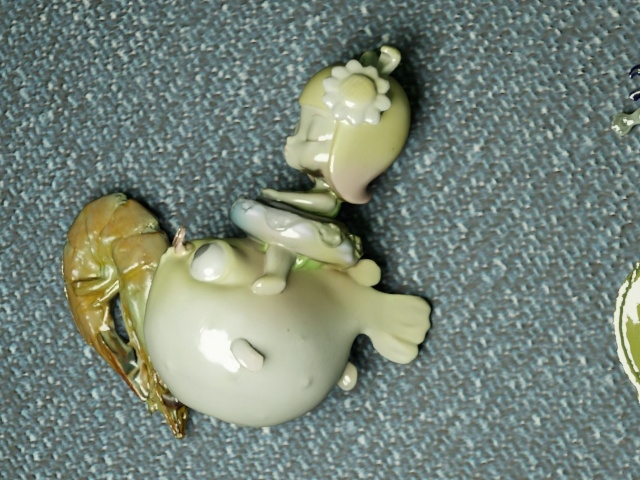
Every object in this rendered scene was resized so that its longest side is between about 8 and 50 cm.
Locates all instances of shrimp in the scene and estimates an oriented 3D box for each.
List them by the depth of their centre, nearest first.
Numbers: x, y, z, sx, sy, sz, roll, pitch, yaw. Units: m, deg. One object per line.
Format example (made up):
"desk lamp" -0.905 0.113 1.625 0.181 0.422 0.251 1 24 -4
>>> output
"shrimp" -0.194 0.083 1.749 0.145 0.061 0.267 -26 86 26

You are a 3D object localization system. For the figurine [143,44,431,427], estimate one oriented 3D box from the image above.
"figurine" 0.000 0.000 1.642 0.275 0.226 0.394 24 87 -14

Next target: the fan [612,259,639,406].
"fan" 0.414 0.056 1.562 0.229 0.011 0.335 42 105 14

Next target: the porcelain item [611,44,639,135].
"porcelain item" 0.310 -0.119 1.588 0.075 0.021 0.136 -21 84 18
